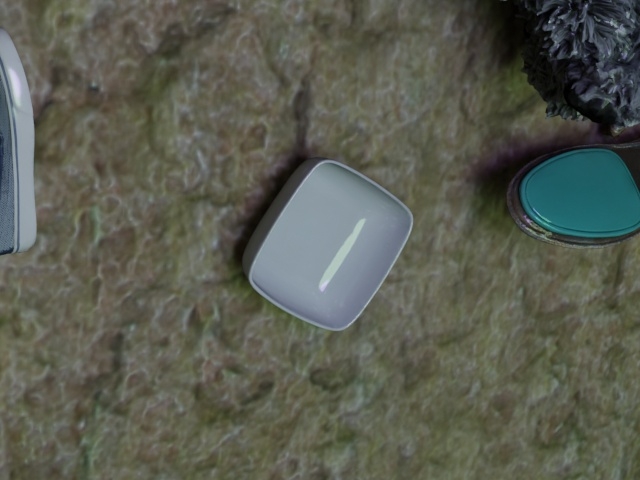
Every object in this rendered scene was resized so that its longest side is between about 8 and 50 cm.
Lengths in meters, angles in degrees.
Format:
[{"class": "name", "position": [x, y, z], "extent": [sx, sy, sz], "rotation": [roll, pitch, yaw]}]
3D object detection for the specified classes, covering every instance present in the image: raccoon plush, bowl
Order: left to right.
[{"class": "bowl", "position": [0.000, 0.000, 1.382], "extent": [0.142, 0.053, 0.142], "rotation": [31, 91, -37]}, {"class": "raccoon plush", "position": [0.286, -0.311, 1.313], "extent": [0.446, 0.216, 0.299], "rotation": [-31, 122, -3]}]

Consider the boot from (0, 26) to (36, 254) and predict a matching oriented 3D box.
[{"class": "boot", "position": [-0.272, -0.068, 1.173], "extent": [0.086, 0.069, 0.190], "rotation": [-15, 119, -29]}]

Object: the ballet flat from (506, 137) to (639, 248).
[{"class": "ballet flat", "position": [0.296, -0.044, 1.516], "extent": [0.316, 0.106, 0.107], "rotation": [-12, 77, -30]}]

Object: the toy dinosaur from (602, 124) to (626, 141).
[{"class": "toy dinosaur", "position": [0.373, -0.167, 1.553], "extent": [0.211, 0.064, 0.112], "rotation": [-19, 145, -20]}]
